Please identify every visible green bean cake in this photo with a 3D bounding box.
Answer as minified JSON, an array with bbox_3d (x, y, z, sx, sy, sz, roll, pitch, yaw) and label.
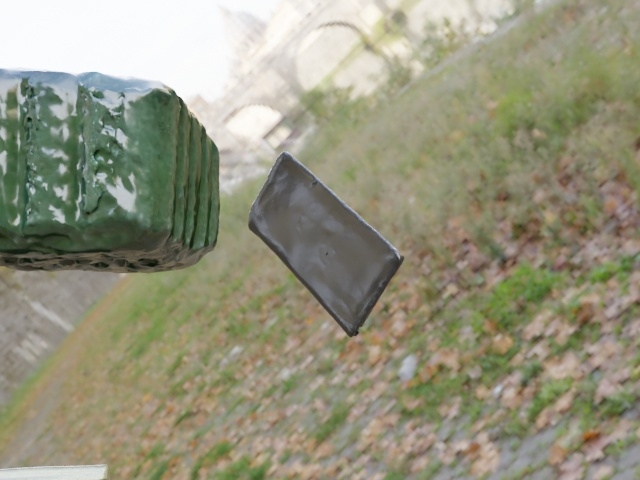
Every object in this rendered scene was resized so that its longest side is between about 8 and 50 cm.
[{"bbox_3d":[-0.262,-0.053,1.021,0.308,0.300,0.169,50,-138,-83],"label":"green bean cake"}]

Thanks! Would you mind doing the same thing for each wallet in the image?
[{"bbox_3d":[-0.001,0.000,1.571,0.030,0.285,0.146,3,-57,-48],"label":"wallet"}]

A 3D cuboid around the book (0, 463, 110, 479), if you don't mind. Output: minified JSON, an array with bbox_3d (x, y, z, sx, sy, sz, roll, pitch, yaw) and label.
[{"bbox_3d":[-0.314,0.258,1.063,0.282,0.215,0.025,120,148,-66],"label":"book"}]
